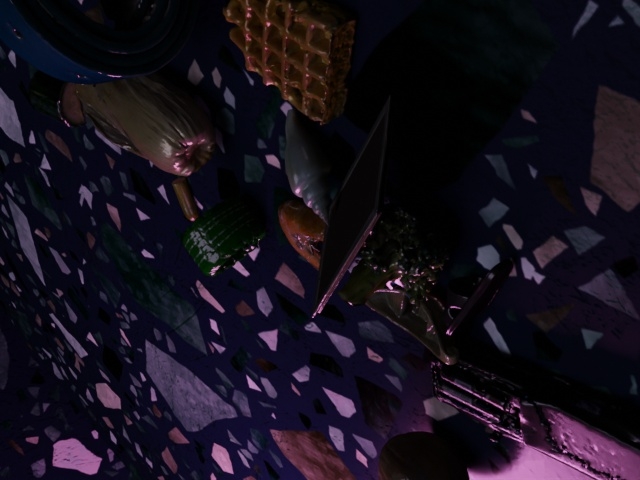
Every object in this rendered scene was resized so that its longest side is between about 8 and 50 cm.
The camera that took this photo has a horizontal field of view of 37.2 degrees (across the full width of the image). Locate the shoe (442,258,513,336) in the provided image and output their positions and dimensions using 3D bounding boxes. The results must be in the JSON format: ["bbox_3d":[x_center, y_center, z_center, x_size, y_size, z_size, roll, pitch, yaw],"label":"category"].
[{"bbox_3d":[0.196,0.063,1.237,0.053,0.062,0.159,49,143,17],"label":"shoe"}]

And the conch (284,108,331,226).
[{"bbox_3d":[-0.014,-0.100,1.354,0.088,0.065,0.180,50,-158,-73],"label":"conch"}]

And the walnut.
[{"bbox_3d":[0.163,0.376,1.496,0.162,0.140,0.140,29,141,19],"label":"walnut"}]

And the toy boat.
[{"bbox_3d":[0.136,0.101,1.339,0.185,0.071,0.089,36,143,30],"label":"toy boat"}]

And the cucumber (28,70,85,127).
[{"bbox_3d":[-0.526,-0.281,1.884,0.115,0.062,0.116,26,139,33],"label":"cucumber"}]

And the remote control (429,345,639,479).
[{"bbox_3d":[0.300,0.236,1.252,0.399,0.062,0.144,20,133,43],"label":"remote control"}]

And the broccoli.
[{"bbox_3d":[0.089,0.028,1.253,0.167,0.160,0.154,34,167,46],"label":"broccoli"}]

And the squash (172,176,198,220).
[{"bbox_3d":[-0.243,-0.072,1.728,0.027,0.027,0.083,15,131,47],"label":"squash"}]

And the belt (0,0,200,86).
[{"bbox_3d":[-0.339,-0.421,1.274,0.173,0.300,0.436,0,119,53],"label":"belt"}]

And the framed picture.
[{"bbox_3d":[0.043,-0.039,1.240,0.014,0.197,0.252,17,142,-10],"label":"framed picture"}]

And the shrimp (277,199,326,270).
[{"bbox_3d":[0.003,-0.003,1.454,0.187,0.052,0.132,21,147,53],"label":"shrimp"}]

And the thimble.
[{"bbox_3d":[-0.157,-0.008,1.580,0.090,0.130,0.118,50,129,8],"label":"thimble"}]

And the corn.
[{"bbox_3d":[-0.293,-0.218,1.568,0.305,0.122,0.123,36,142,31],"label":"corn"}]

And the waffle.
[{"bbox_3d":[-0.049,-0.272,1.259,0.211,0.055,0.160,40,146,26],"label":"waffle"}]
